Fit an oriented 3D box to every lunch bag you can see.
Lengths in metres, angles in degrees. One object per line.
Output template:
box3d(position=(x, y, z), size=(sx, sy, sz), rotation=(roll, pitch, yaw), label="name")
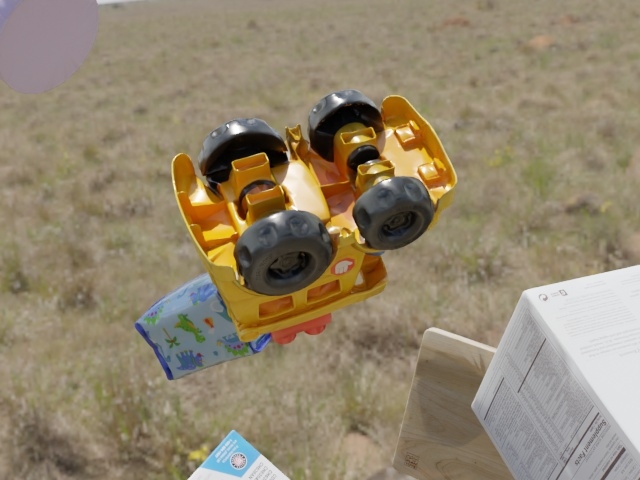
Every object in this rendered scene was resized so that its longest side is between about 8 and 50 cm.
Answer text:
box3d(position=(-0.096, 0.069, 1.011), size=(0.129, 0.096, 0.151), rotation=(-20, 17, 31), label="lunch bag")

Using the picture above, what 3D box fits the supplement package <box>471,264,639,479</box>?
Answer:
box3d(position=(0.316, 0.189, 0.942), size=(0.199, 0.198, 0.263), rotation=(-10, 48, -23), label="supplement package")

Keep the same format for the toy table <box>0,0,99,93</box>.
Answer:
box3d(position=(-0.428, -0.330, 1.335), size=(0.252, 0.161, 0.274), rotation=(-47, -6, -19), label="toy table")

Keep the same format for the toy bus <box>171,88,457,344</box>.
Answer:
box3d(position=(0.000, 0.000, 0.848), size=(0.220, 0.211, 0.149), rotation=(-19, 49, -9), label="toy bus")

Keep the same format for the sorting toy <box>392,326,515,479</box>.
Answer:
box3d(position=(0.275, 0.292, 1.569), size=(0.257, 0.255, 0.089), rotation=(18, 16, 23), label="sorting toy")

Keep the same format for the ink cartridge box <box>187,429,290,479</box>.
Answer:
box3d(position=(-0.104, 0.414, 1.270), size=(0.232, 0.168, 0.171), rotation=(40, 40, 5), label="ink cartridge box")
